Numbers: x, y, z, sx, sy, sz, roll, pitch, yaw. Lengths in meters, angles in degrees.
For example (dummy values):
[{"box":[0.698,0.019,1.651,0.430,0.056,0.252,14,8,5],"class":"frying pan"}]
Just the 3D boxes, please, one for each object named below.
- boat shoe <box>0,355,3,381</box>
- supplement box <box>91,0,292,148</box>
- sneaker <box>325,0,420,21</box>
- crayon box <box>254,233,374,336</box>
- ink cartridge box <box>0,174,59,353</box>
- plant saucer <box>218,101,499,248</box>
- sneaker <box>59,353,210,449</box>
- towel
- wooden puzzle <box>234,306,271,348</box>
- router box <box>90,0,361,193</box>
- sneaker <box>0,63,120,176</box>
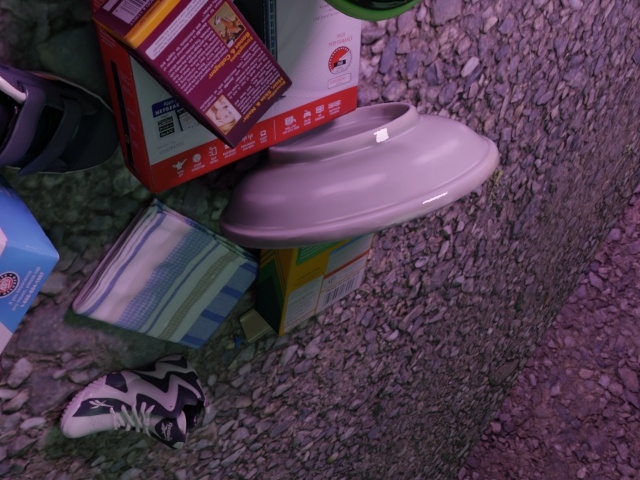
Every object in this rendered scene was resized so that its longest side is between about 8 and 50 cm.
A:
[{"box":[-0.539,0.234,0.810,0.355,0.130,0.132,-47,142,-4],"class":"boat shoe"},{"box":[-0.126,-0.196,0.696,0.104,0.081,0.188,-49,144,-3],"class":"supplement box"},{"box":[-0.047,-0.398,0.597,0.483,0.202,0.185,26,73,-27],"class":"sneaker"},{"box":[0.000,0.000,1.134,0.203,0.083,0.322,-29,149,-32],"class":"crayon box"},{"box":[-0.456,0.013,0.657,0.270,0.197,0.198,25,102,-51],"class":"ink cartridge box"},{"box":[0.039,-0.114,0.930,0.401,0.400,0.100,-27,111,-27],"class":"plant saucer"},{"box":[-0.287,0.288,1.085,0.235,0.153,0.094,-14,128,-38],"class":"sneaker"},{"box":[-0.228,0.069,1.062,0.209,0.034,0.285,-52,142,3],"class":"towel"},{"box":[-0.117,0.151,1.255,0.116,0.014,0.078,-28,133,-26],"class":"wooden puzzle"},{"box":[-0.099,-0.254,0.817,0.336,0.082,0.301,-28,139,-29],"class":"router box"},{"box":[-0.341,-0.129,0.715,0.321,0.127,0.126,14,108,-51],"class":"sneaker"}]
